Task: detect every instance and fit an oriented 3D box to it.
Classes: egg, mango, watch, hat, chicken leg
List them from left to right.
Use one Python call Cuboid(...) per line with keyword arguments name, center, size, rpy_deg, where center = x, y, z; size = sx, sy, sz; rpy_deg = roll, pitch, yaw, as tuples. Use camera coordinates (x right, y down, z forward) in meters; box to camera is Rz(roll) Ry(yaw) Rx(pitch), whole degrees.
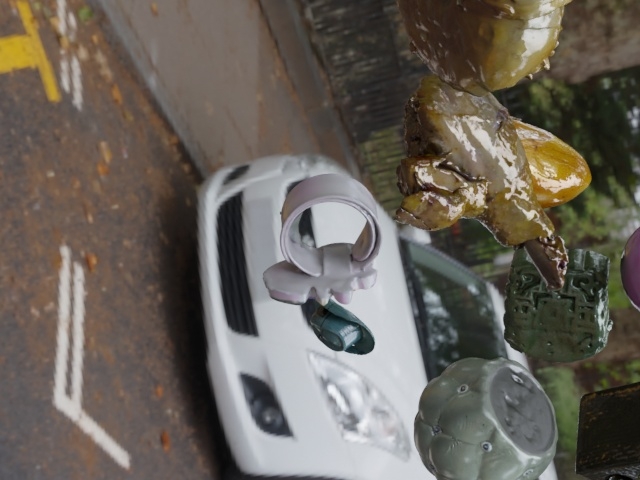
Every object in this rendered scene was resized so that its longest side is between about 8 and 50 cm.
Cuboid(name="watch", center=(0.000, 0.000, 1.951), size=(0.196, 0.244, 0.231), rpy_deg=(-96, -178, -57))
Cuboid(name="hat", center=(0.029, 0.194, 2.137), size=(0.191, 0.078, 0.138), rpy_deg=(34, -28, 32))
Cuboid(name="chicken leg", center=(0.243, -0.069, 1.575), size=(0.295, 0.182, 0.409), rpy_deg=(-36, 90, -38))
Cuboid(name="mango", center=(0.390, -0.138, 1.863), size=(0.187, 0.256, 0.138), rpy_deg=(-66, 177, -50))
Cuboid(name="egg", center=(0.669, 0.064, 1.854), size=(0.271, 0.196, 0.196), rpy_deg=(60, 19, -48))

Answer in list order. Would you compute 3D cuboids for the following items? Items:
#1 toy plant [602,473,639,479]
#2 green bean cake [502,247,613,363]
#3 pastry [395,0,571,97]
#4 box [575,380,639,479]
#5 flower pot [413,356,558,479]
Cuboid(name="toy plant", center=(0.547, 0.460, 1.639), size=(0.175, 0.235, 0.218), rpy_deg=(47, 32, -4))
Cuboid(name="green bean cake", center=(0.492, 0.134, 2.018), size=(0.125, 0.222, 0.227), rpy_deg=(-57, 146, -61))
Cuboid(name="pastry", center=(0.218, -0.352, 1.237), size=(0.284, 0.184, 0.316), rpy_deg=(42, -34, 46))
Cuboid(name="box", center=(0.643, 0.378, 1.869), size=(0.143, 0.273, 0.184), rpy_deg=(35, 50, -29))
Cuboid(name="flower pot", center=(0.279, 0.322, 1.681), size=(0.246, 0.195, 0.246), rpy_deg=(22, 50, -29))
